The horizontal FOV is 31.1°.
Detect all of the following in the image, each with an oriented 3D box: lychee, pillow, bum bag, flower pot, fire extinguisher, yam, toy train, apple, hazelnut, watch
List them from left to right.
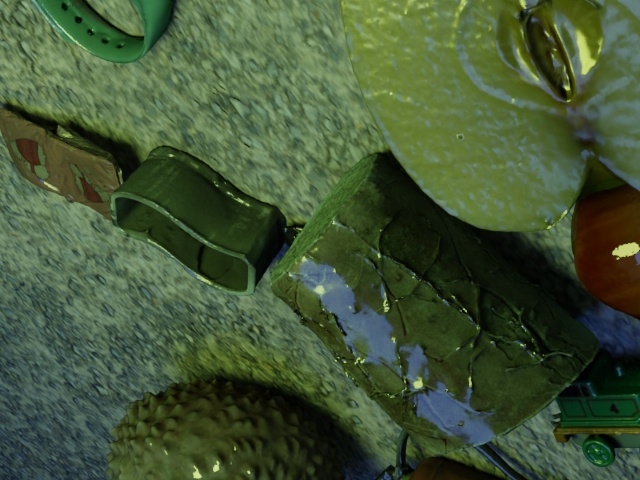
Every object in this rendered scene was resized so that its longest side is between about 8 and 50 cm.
[{"bbox_3d":[-0.364,-0.110,1.649,0.248,0.049,0.135,25,140,32],"label":"pillow"},{"bbox_3d":[-0.277,-0.320,1.361,0.195,0.068,0.237,-14,126,48],"label":"watch"},{"bbox_3d":[-0.163,-0.027,1.558,0.229,0.108,0.103,29,143,5],"label":"flower pot"},{"bbox_3d":[-0.155,0.397,1.814,0.432,0.380,0.380,43,157,45],"label":"lychee"},{"bbox_3d":[-0.001,0.001,1.526,0.124,0.034,0.058,-2,144,39],"label":"bum bag"},{"bbox_3d":[0.121,0.078,1.360,0.348,0.241,0.241,43,143,-3],"label":"yam"},{"bbox_3d":[0.247,0.380,1.725,0.376,0.113,0.200,16,97,21],"label":"fire extinguisher"},{"bbox_3d":[0.206,-0.182,0.972,0.360,0.320,0.311,64,173,-25],"label":"apple"},{"bbox_3d":[0.376,0.203,1.423,0.227,0.091,0.136,-11,114,44],"label":"toy train"},{"bbox_3d":[0.347,-0.015,1.145,0.186,0.210,0.210,45,156,41],"label":"hazelnut"}]
